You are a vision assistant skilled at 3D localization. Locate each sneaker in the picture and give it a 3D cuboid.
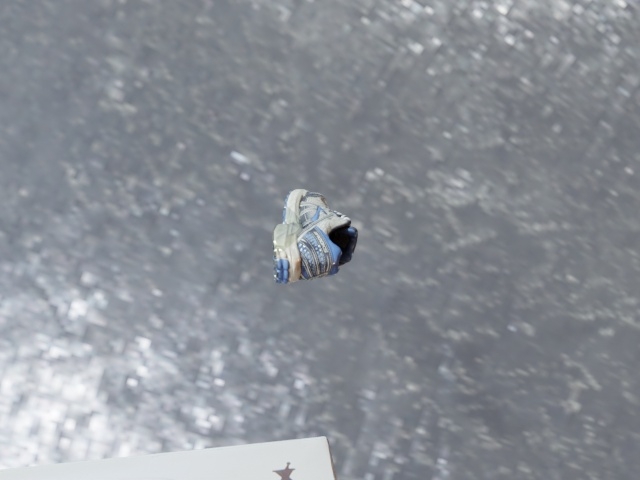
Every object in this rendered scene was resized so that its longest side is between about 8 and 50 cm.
[{"bbox_3d":[0.000,0.000,1.406,0.058,0.135,0.052,1,111,6],"label":"sneaker"}]

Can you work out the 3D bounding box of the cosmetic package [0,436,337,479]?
[{"bbox_3d":[-0.157,0.223,0.730,0.377,0.097,0.284,-5,39,-9],"label":"cosmetic package"}]
